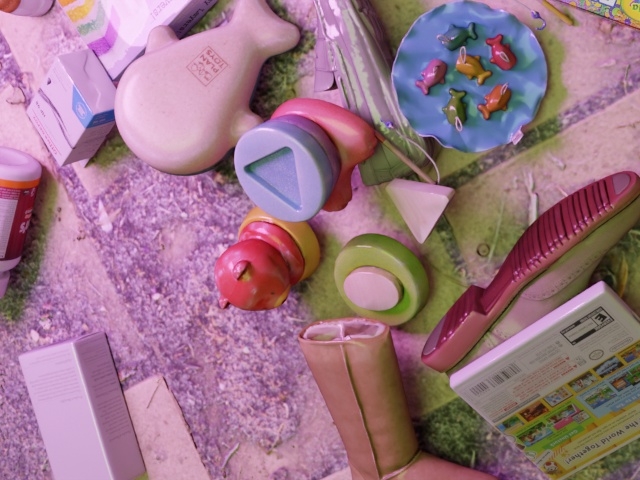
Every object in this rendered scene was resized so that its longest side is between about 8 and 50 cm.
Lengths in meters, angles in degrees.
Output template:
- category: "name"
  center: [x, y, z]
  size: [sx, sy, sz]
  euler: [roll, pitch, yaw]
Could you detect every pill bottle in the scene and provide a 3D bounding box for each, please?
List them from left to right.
- category: "pill bottle"
  center: [-0.508, -0.027, 1.734]
  size: [0.121, 0.121, 0.221]
  euler: [25, 109, 22]

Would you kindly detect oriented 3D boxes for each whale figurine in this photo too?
- category: "whale figurine"
  center: [-0.148, -0.208, 1.536]
  size: [0.216, 0.141, 0.272]
  euler: [43, 90, 11]

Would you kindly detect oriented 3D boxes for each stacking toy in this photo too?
- category: "stacking toy"
  center: [0.000, 0.000, 1.418]
  size: [0.279, 0.130, 0.309]
  euler: [28, 133, 16]

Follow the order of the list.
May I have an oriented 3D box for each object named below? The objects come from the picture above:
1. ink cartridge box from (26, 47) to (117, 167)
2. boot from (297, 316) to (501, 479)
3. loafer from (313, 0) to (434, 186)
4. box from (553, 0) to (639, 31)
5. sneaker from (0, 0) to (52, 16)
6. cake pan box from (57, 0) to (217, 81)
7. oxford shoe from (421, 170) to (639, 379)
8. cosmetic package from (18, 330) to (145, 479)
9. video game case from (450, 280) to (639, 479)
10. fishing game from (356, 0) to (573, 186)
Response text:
- category: "ink cartridge box"
  center: [-0.359, -0.180, 1.635]
  size: [0.104, 0.060, 0.180]
  euler: [56, 139, 9]
- category: "boot"
  center: [0.105, 0.231, 1.441]
  size: [0.236, 0.089, 0.269]
  euler: [-7, 109, 29]
- category: "loafer"
  center: [0.035, -0.222, 1.432]
  size: [0.111, 0.112, 0.319]
  euler: [-24, 87, 17]
- category: "box"
  center: [0.364, -0.352, 1.144]
  size: [0.177, 0.290, 0.279]
  euler: [25, 107, 22]
- category: "sneaker"
  center: [-0.483, -0.471, 1.656]
  size: [0.106, 0.123, 0.290]
  euler: [-22, 86, 30]
- category: "cake pan box"
  center: [-0.257, -0.395, 1.583]
  size: [0.267, 0.070, 0.246]
  euler: [-37, 82, 26]
- category: "oxford shoe"
  center: [0.279, 0.061, 1.367]
  size: [0.130, 0.123, 0.348]
  euler: [40, 118, -7]
- category: "cosmetic package"
  center: [-0.362, 0.264, 1.726]
  size: [0.117, 0.085, 0.231]
  euler: [-15, 92, 28]
- category: "video game case"
  center: [0.305, 0.174, 1.346]
  size: [0.227, 0.026, 0.206]
  euler: [-37, 112, 26]
- category: "fishing game"
  center: [0.178, -0.193, 1.355]
  size: [0.189, 0.041, 0.264]
  euler: [42, 97, -2]
